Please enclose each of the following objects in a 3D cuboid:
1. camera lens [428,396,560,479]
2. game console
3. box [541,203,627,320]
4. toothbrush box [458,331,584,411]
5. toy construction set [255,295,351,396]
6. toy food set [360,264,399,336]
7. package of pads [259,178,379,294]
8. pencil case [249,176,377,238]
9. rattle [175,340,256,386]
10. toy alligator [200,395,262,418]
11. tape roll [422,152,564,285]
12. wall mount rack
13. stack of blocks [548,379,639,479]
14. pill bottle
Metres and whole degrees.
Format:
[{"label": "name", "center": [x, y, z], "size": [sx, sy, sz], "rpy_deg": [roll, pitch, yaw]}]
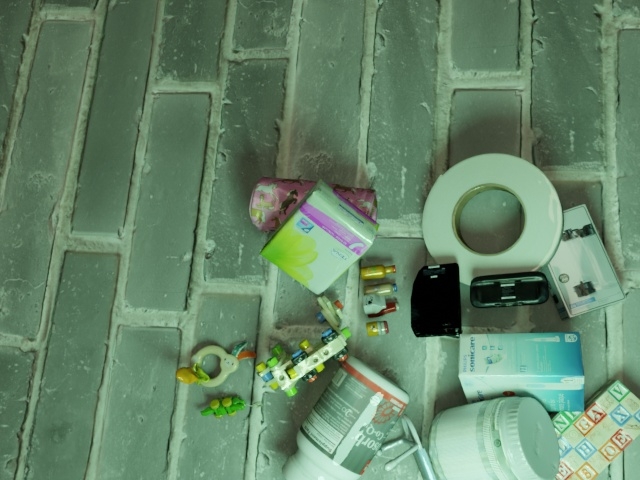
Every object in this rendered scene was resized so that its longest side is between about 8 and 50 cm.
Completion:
[{"label": "camera lens", "center": [0.430, 0.521, 1.528], "size": [0.274, 0.219, 0.219], "rpy_deg": [-27, 71, 40]}, {"label": "game console", "center": [0.421, 0.152, 1.612], "size": [0.361, 0.044, 0.213], "rpy_deg": [-7, 51, 19]}, {"label": "box", "center": [0.713, 0.062, 1.699], "size": [0.169, 0.087, 0.290], "rpy_deg": [-18, 75, 5]}, {"label": "toothbrush box", "center": [0.520, 0.343, 1.560], "size": [0.295, 0.216, 0.126], "rpy_deg": [-3, 52, 20]}, {"label": "toy construction set", "center": [-0.032, 0.311, 1.719], "size": [0.151, 0.215, 0.328], "rpy_deg": [44, 81, -6]}, {"label": "toy food set", "center": [0.180, 0.182, 1.738], "size": [0.104, 0.111, 0.232], "rpy_deg": [-10, 45, 7]}, {"label": "package of pads", "center": [0.000, 0.000, 1.718], "size": [0.229, 0.101, 0.296], "rpy_deg": [37, 127, -10]}, {"label": "pencil case", "center": [-0.014, -0.091, 1.820], "size": [0.386, 0.160, 0.167], "rpy_deg": [6, 123, 10]}, {"label": "rattle", "center": [-0.307, 0.354, 1.778], "size": [0.199, 0.143, 0.130], "rpy_deg": [-16, 57, 12]}, {"label": "toy alligator", "center": [-0.262, 0.483, 1.784], "size": [0.189, 0.056, 0.051], "rpy_deg": [-12, 35, 7]}, {"label": "tape roll", "center": [0.484, -0.056, 1.714], "size": [0.392, 0.072, 0.392], "rpy_deg": [-3, 83, 26]}, {"label": "wall mount rack", "center": [0.238, 0.633, 1.526], "size": [0.130, 0.304, 0.350], "rpy_deg": [-20, 78, -6]}, {"label": "stack of blocks", "center": [0.706, 0.503, 1.598], "size": [0.297, 0.087, 0.171], "rpy_deg": [-43, 74, -2]}, {"label": "pill bottle", "center": [0.065, 0.517, 1.638], "size": [0.210, 0.210, 0.363], "rpy_deg": [33, 85, 15]}]
